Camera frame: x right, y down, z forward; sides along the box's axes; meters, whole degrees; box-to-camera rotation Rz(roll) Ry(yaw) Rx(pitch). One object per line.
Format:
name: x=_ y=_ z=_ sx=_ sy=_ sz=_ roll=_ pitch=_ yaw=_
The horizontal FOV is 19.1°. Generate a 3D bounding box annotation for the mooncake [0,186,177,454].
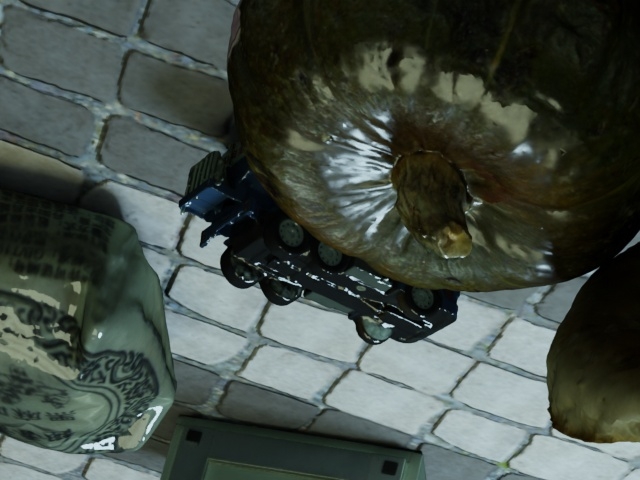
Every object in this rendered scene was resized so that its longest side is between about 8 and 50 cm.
mooncake: x=-0.238 y=0.060 z=1.446 sx=0.254 sy=0.136 sz=0.250 roll=11 pitch=153 yaw=7

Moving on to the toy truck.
toy truck: x=0.000 y=0.000 z=1.289 sx=0.202 sy=0.088 sz=0.074 roll=25 pitch=146 yaw=-24

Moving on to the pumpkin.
pumpkin: x=0.073 y=-0.066 z=1.050 sx=0.260 sy=0.189 sz=0.260 roll=9 pitch=149 yaw=6

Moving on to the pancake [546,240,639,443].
pancake: x=0.276 y=0.011 z=0.978 sx=0.356 sy=0.356 sz=0.065 roll=-16 pitch=108 yaw=41

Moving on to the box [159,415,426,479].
box: x=-0.039 y=0.288 z=1.641 sx=0.225 sy=0.225 sz=0.117 roll=8 pitch=148 yaw=11
